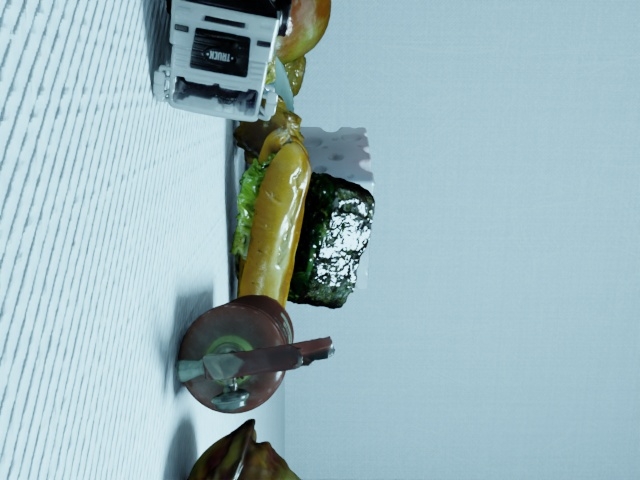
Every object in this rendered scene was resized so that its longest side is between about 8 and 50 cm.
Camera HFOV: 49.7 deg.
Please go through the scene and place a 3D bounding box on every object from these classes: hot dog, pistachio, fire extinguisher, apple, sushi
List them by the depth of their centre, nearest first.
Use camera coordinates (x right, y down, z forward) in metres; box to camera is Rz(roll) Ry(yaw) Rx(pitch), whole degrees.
[{"bbox_3d":[-0.075,0.260,0.681,0.210,0.130,0.165,66,26,-71],"label":"pistachio"},{"bbox_3d":[-0.063,0.110,0.718,0.337,0.147,0.107,138,-61,-88],"label":"fire extinguisher"},{"bbox_3d":[-0.084,-0.014,1.052,0.135,0.100,0.338,-96,-164,-66],"label":"hot dog"},{"bbox_3d":[0.000,0.000,1.162,0.124,0.127,0.225,33,-70,56],"label":"sushi"},{"bbox_3d":[-0.078,-0.593,1.648,0.179,0.254,0.346,-26,-129,40],"label":"apple"}]

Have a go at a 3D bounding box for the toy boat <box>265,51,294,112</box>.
[{"bbox_3d":[-0.113,-0.319,1.469,0.208,0.078,0.134,47,35,-75],"label":"toy boat"}]

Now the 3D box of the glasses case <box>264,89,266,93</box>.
[{"bbox_3d":[-0.115,-0.275,1.190,0.164,0.041,0.063,-87,176,-69],"label":"glasses case"}]

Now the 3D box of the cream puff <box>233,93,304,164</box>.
[{"bbox_3d":[-0.082,-0.174,1.106,0.094,0.115,0.122,-45,152,-73],"label":"cream puff"}]

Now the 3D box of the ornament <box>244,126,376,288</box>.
[{"bbox_3d":[-0.022,-0.069,1.369,0.240,0.239,0.239,-90,180,-57],"label":"ornament"}]

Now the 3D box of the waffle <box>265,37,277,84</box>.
[{"bbox_3d":[-0.103,-0.306,1.034,0.194,0.051,0.149,57,33,-77],"label":"waffle"}]

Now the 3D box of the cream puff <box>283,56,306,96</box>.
[{"bbox_3d":[-0.091,-0.429,1.755,0.144,0.103,0.127,-96,-161,-86],"label":"cream puff"}]

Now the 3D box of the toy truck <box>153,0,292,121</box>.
[{"bbox_3d":[-0.085,-0.190,0.628,0.243,0.101,0.125,-96,-163,-60],"label":"toy truck"}]
